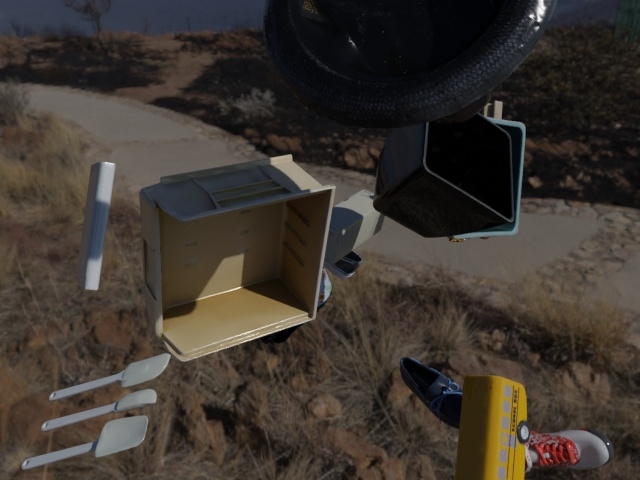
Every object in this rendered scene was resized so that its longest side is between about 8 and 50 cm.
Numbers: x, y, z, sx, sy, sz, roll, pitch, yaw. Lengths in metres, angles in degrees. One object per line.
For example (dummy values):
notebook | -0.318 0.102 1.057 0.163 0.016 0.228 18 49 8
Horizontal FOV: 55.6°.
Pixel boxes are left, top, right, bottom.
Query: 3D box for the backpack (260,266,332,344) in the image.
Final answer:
backpack | -0.110 0.121 1.780 0.263 0.213 0.276 -23 41 -11

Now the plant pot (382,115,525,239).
plant pot | 0.272 -0.141 1.347 0.247 0.247 0.252 -3 8 -42

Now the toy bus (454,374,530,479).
toy bus | 0.369 0.470 1.313 0.130 0.333 0.108 24 -23 -35

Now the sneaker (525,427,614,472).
sneaker | 0.503 0.484 1.363 0.144 0.090 0.270 -11 -5 -35

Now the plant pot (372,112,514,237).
plant pot | 0.190 -0.111 1.007 0.187 0.167 0.188 27 54 -24

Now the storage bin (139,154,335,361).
storage bin | -0.133 0.024 0.943 0.260 0.262 0.123 -15 41 -30

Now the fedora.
fedora | 0.100 -0.239 0.666 0.333 0.152 0.334 -10 66 22

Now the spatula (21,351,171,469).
spatula | -0.343 0.262 0.916 0.241 0.019 0.168 -19 39 18

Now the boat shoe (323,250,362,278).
boat shoe | 0.000 0.000 1.927 0.301 0.102 0.108 39 36 -3

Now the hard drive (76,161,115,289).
hard drive | -0.573 -0.041 1.540 0.040 0.308 0.203 7 0 -27

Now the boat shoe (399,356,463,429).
boat shoe | 0.285 0.381 1.506 0.258 0.089 0.109 24 66 42

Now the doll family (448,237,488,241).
doll family | 0.424 -0.077 1.769 0.262 0.163 0.118 0 7 -9

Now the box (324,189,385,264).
box | 0.079 -0.043 1.687 0.094 0.113 0.275 27 32 23

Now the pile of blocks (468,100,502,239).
pile of blocks | 0.378 -0.186 1.583 0.112 0.363 0.149 9 6 -2
